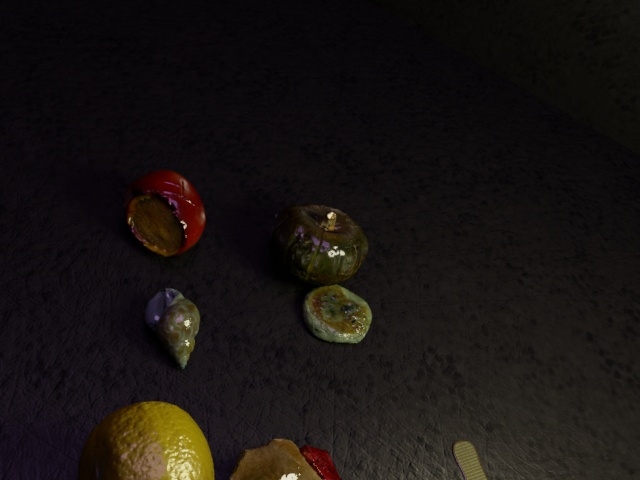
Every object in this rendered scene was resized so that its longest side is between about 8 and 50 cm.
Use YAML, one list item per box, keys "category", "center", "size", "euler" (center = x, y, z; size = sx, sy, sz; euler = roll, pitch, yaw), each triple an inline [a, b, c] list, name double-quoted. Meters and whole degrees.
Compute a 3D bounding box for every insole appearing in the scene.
- category: "insole"
  center: [0.370, 0.570, 1.767]
  size: [0.086, 0.005, 0.253]
  euler: [-5, 51, -26]

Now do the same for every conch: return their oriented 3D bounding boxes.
- category: "conch"
  center: [-0.332, 0.187, 1.777]
  size: [0.116, 0.106, 0.173]
  euler: [-36, 48, -20]

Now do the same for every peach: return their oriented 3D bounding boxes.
- category: "peach"
  center: [-0.388, -0.065, 1.927]
  size: [0.190, 0.196, 0.226]
  euler: [-22, 51, 4]

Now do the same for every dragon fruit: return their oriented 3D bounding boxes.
- category: "dragon fruit"
  center: [0.003, 0.495, 1.648]
  size: [0.097, 0.063, 0.131]
  euler: [-10, 54, -29]

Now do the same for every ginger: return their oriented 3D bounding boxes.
- category: "ginger"
  center: [-0.099, 0.518, 1.545]
  size: [0.221, 0.130, 0.275]
  euler: [26, 50, -10]

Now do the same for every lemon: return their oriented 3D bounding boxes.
- category: "lemon"
  center: [-0.320, 0.443, 1.439]
  size: [0.254, 0.253, 0.310]
  euler: [-2, 50, -23]

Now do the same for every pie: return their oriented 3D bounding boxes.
- category: "pie"
  center: [0.044, 0.184, 1.968]
  size: [0.187, 0.041, 0.186]
  euler: [12, 45, -12]

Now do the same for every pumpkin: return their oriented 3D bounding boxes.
- category: "pumpkin"
  center: [0.000, -0.003, 1.999]
  size: [0.261, 0.189, 0.260]
  euler: [11, 32, -7]
